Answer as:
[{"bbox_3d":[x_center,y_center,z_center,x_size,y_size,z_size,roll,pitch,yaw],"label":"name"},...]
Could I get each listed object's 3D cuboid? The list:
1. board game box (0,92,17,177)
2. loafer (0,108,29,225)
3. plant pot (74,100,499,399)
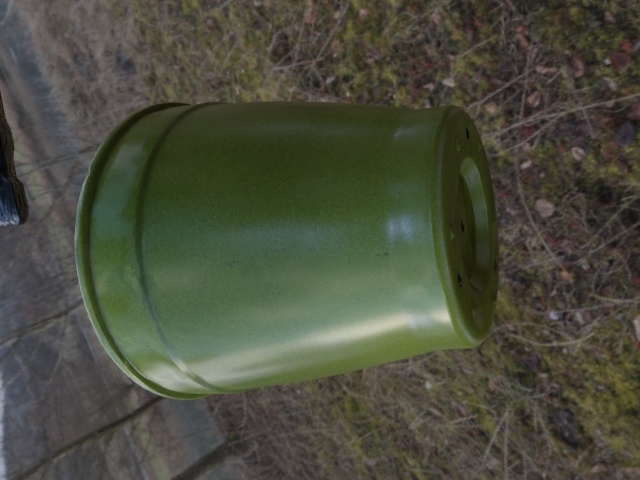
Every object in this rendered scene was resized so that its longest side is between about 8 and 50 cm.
[{"bbox_3d":[-0.851,-0.219,1.293,0.141,0.232,0.291,-51,-38,-67],"label":"board game box"},{"bbox_3d":[-0.405,-0.098,0.686,0.062,0.061,0.170,176,84,-79],"label":"loafer"},{"bbox_3d":[0.000,0.000,0.634,0.353,0.366,0.366,-4,112,28],"label":"plant pot"}]
